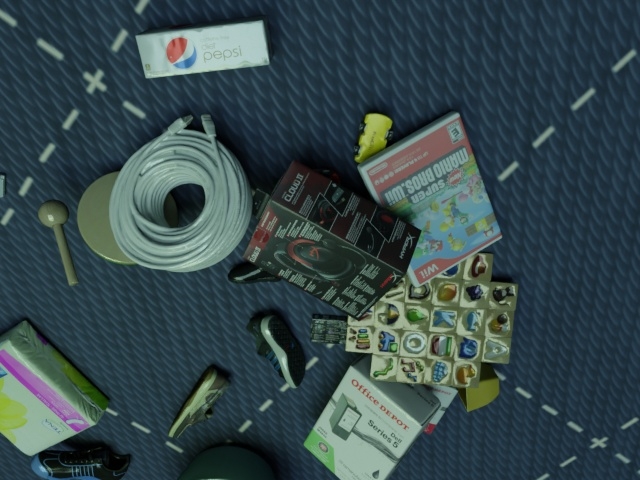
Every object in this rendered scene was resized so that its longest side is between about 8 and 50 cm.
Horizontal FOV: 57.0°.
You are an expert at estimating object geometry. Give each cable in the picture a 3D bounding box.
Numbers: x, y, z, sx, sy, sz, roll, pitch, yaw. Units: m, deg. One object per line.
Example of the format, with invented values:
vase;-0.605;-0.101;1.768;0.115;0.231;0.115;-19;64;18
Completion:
cable;-0.251;-0.069;1.061;0.257;0.089;0.257;-30;75;3

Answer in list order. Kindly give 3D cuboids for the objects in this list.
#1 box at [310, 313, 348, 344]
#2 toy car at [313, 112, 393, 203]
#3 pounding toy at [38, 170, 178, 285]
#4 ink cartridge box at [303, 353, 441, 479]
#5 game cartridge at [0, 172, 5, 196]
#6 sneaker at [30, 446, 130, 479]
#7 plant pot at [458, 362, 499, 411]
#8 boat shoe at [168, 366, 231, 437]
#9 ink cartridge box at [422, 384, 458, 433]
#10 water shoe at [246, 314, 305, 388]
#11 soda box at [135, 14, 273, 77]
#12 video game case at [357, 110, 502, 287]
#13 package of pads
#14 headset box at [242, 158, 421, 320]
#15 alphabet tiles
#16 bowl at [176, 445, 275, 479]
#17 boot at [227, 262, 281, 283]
box;0.021;0.198;1.310;0.083;0.018;0.067;4;119;1
toy car;0.091;-0.104;1.121;0.239;0.053;0.225;-39;111;22
pounding toy;-0.401;-0.025;1.148;0.237;0.110;0.182;-23;86;-24
ink cartridge box;0.111;0.412;1.324;0.198;0.115;0.272;37;120;21
game cartridge;-0.668;-0.116;1.170;0.083;0.017;0.056;15;115;-5
sneaker;-0.597;0.556;1.487;0.232;0.081;0.090;27;110;-35
plant pot;0.356;0.323;1.332;0.083;0.081;0.081;-11;118;-3
boat shoe;-0.288;0.398;1.400;0.073;0.080;0.223;31;111;-8
ink cartridge box;0.234;0.362;1.365;0.109;0.063;0.150;19;118;-7
water shoe;-0.097;0.245;1.325;0.080;0.073;0.203;-1;123;34
soda box;-0.193;-0.329;1.000;0.216;0.069;0.073;-5;118;5
video game case;0.213;-0.070;1.106;0.204;0.025;0.285;-30;119;-3
package of pads;-0.687;0.355;1.382;0.229;0.101;0.296;-28;114;16
headset box;0.000;0.000;1.085;0.293;0.110;0.218;28;145;-3
alphabet tiles;0.229;0.159;1.222;0.343;0.011;0.285;4;95;1
bowl;-0.232;0.640;1.483;0.312;0.163;0.311;1;118;2
boot;-0.132;0.038;1.214;0.121;0.045;0.099;-1;121;-5
